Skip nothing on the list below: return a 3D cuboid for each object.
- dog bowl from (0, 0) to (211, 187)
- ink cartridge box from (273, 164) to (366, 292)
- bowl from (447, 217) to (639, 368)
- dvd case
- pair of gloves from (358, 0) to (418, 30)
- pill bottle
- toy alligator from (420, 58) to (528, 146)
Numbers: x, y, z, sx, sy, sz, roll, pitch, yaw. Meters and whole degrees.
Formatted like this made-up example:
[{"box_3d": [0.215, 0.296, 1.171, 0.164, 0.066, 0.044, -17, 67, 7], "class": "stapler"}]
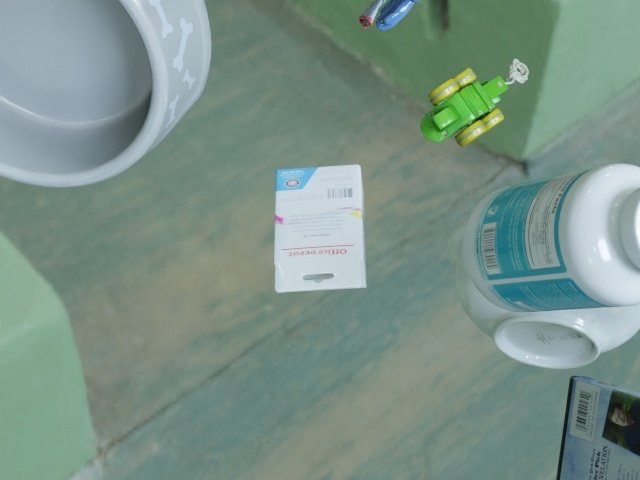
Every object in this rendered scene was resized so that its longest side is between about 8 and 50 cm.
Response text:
[{"box_3d": [-0.295, -0.206, 1.312, 0.349, 0.348, 0.102, 15, 38, 3], "class": "dog bowl"}, {"box_3d": [0.000, 0.000, 1.474, 0.104, 0.061, 0.181, -3, 53, 5], "class": "ink cartridge box"}, {"box_3d": [0.309, 0.082, 1.671, 0.298, 0.298, 0.134, 13, 62, 1], "class": "bowl"}, {"box_3d": [0.281, 0.224, 1.031, 0.022, 0.180, 0.253, 5, 3, -29], "class": "dvd case"}, {"box_3d": [0.115, -0.330, 1.582, 0.023, 0.198, 0.159, 38, 93, -16], "class": "pair of gloves"}, {"box_3d": [0.277, 0.000, 1.311, 0.146, 0.264, 0.146, 3, 84, -27], "class": "pill bottle"}, {"box_3d": [0.136, -0.124, 1.147, 0.056, 0.051, 0.190, 56, 37, 0], "class": "toy alligator"}]
